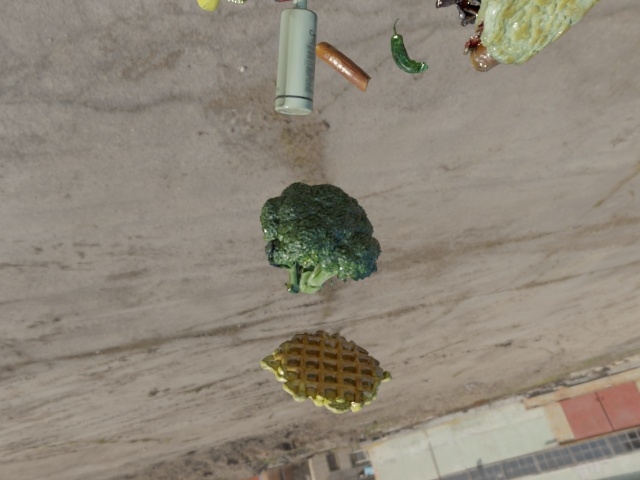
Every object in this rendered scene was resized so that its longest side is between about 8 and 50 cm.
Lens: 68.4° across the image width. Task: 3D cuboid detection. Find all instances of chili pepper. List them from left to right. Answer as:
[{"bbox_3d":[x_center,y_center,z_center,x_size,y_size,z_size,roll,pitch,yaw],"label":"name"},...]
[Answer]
[{"bbox_3d":[0.350,-0.795,1.988,0.065,0.279,0.122,-12,157,-44],"label":"chili pepper"}]

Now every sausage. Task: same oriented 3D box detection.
[{"bbox_3d":[0.101,-0.772,2.081,0.076,0.302,0.103,-52,-176,6],"label":"sausage"}]

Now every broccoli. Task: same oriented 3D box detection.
[{"bbox_3d":[0.000,0.000,1.162,0.303,0.321,0.284,21,121,5],"label":"broccoli"}]

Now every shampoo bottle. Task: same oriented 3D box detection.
[{"bbox_3d":[-0.051,-0.415,1.039,0.085,0.263,0.085,4,-174,0],"label":"shampoo bottle"}]

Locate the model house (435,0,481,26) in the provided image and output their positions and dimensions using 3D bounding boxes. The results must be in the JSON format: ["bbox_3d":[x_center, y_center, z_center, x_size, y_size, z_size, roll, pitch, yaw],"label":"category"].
[{"bbox_3d":[0.472,-0.722,1.335,0.317,0.297,0.282,-30,161,-12],"label":"model house"}]

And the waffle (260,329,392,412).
[{"bbox_3d":[0.016,0.267,0.970,0.243,0.237,0.059,-12,120,-47],"label":"waffle"}]

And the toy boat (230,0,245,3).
[{"bbox_3d":[-0.274,-0.837,1.605,0.063,0.115,0.016,14,135,-1],"label":"toy boat"}]

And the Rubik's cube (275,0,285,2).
[{"bbox_3d":[-0.045,-0.684,1.132,0.190,0.178,0.211,-10,-170,18],"label":"Rubik's cube"}]

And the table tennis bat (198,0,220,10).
[{"bbox_3d":[-0.224,-0.661,1.132,0.224,0.054,0.368,-1,176,-31],"label":"table tennis bat"}]

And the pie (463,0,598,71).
[{"bbox_3d":[0.387,-0.417,0.795,0.274,0.106,0.257,-24,158,-4],"label":"pie"}]
